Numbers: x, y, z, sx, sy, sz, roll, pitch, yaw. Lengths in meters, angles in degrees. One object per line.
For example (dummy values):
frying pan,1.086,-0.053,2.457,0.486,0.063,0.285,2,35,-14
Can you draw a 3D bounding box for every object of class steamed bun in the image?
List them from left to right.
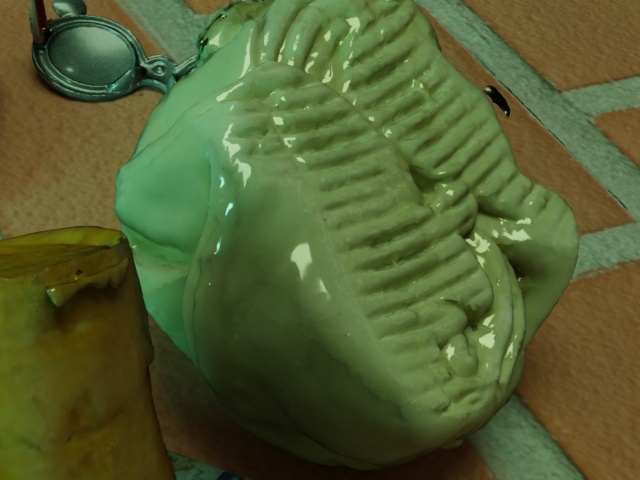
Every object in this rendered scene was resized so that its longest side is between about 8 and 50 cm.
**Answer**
steamed bun,0.000,0.000,1.235,0.347,0.237,0.394,19,52,-33

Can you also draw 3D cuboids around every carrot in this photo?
carrot,-0.171,0.170,0.867,0.224,0.340,0.224,-7,10,1

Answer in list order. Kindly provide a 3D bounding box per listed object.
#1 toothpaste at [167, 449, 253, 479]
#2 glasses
toothpaste,-0.101,0.166,1.153,0.216,0.037,0.062,17,39,16
glasses,-0.137,-0.218,1.452,0.234,0.268,0.118,15,57,3
